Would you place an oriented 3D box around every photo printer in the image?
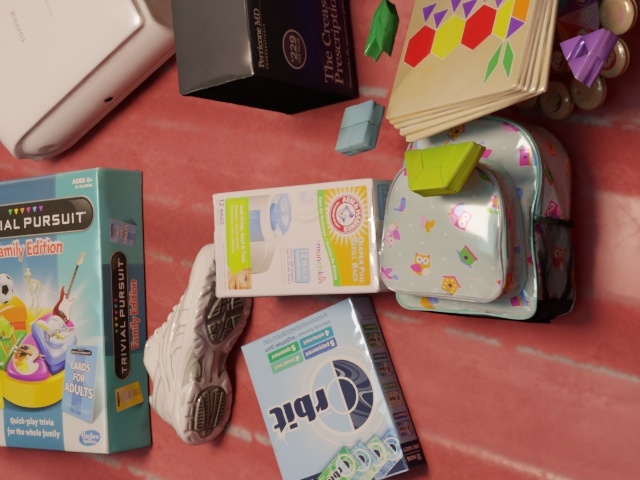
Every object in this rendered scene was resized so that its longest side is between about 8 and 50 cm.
[{"bbox_3d":[-0.323,-0.265,1.365,0.307,0.107,0.256,-35,70,30],"label":"photo printer"}]

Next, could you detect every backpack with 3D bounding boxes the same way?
[{"bbox_3d":[0.144,-0.024,1.018,0.166,0.144,0.188,3,85,40],"label":"backpack"}]

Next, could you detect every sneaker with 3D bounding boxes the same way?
[{"bbox_3d":[-0.154,0.108,1.256,0.115,0.090,0.232,18,99,37],"label":"sneaker"}]

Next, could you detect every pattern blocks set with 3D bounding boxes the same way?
[{"bbox_3d":[0.134,-0.171,0.954,0.325,0.026,0.285,8,76,57],"label":"pattern blocks set"}]

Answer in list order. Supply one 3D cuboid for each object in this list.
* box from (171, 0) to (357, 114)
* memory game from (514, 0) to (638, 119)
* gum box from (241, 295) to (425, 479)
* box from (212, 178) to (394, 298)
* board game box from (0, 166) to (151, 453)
[{"bbox_3d":[-0.062,-0.274,1.135,0.103,0.184,0.261,-9,84,37],"label":"box"},{"bbox_3d":[0.210,-0.201,1.009,0.186,0.012,0.186,21,117,49],"label":"memory game"},{"bbox_3d":[0.010,0.171,1.166,0.157,0.041,0.184,-26,76,32],"label":"gum box"},{"bbox_3d":[0.000,0.000,1.138,0.203,0.103,0.114,-3,88,35],"label":"box"},{"bbox_3d":[-0.335,0.089,1.387,0.254,0.079,0.336,-5,87,35],"label":"board game box"}]
